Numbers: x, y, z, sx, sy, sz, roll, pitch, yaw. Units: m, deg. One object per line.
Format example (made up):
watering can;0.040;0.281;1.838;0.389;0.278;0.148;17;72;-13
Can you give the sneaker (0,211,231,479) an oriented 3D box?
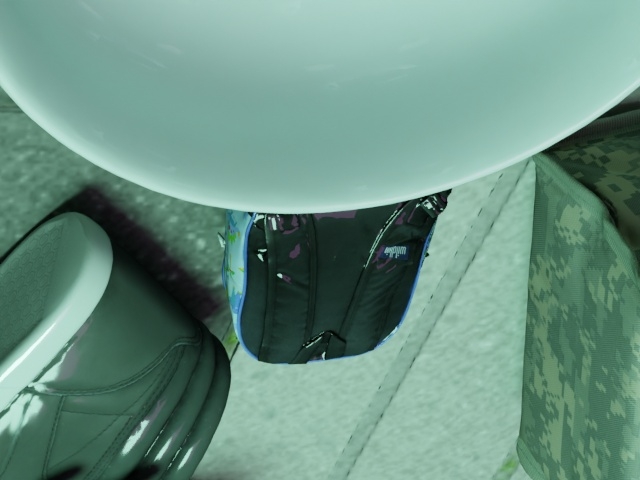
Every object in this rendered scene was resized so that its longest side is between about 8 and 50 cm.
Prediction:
sneaker;-0.166;0.126;1.048;0.296;0.104;0.147;-43;126;17

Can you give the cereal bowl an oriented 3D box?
cereal bowl;0.011;-0.177;0.792;0.339;0.141;0.339;-9;134;-10

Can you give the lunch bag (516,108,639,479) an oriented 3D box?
lunch bag;0.265;0.045;1.079;0.287;0.169;0.235;-14;130;-16

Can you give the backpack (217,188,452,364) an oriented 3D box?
backpack;0.000;0.000;0.999;0.105;0.084;0.114;-2;128;-16
